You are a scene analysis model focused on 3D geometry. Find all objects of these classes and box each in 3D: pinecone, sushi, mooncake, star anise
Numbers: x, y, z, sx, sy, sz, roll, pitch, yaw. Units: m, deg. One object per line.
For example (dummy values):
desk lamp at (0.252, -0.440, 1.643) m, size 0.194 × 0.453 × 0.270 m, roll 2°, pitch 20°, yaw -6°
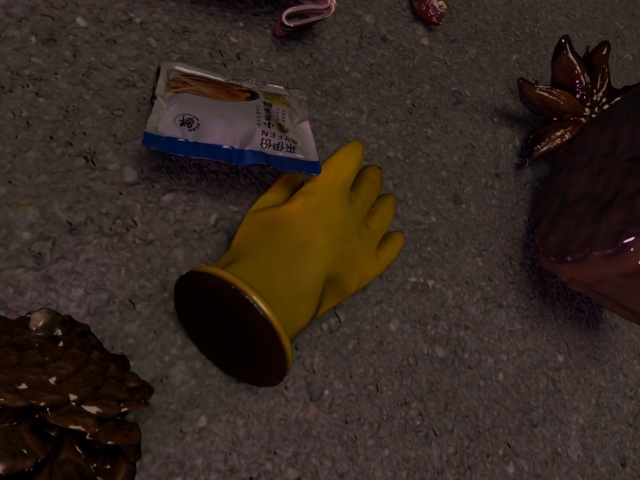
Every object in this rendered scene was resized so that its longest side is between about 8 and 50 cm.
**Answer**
pinecone at (-0.196, 0.125, 0.313) m, size 0.173 × 0.173 × 0.174 m, roll 10°, pitch 63°, yaw -21°
sushi at (0.178, -0.393, 0.793) m, size 0.060 × 0.061 × 0.118 m, roll 12°, pitch 82°, yaw -30°
mooncake at (0.401, -0.050, 0.599) m, size 0.161 × 0.290 × 0.290 m, roll 27°, pitch 58°, yaw -8°
star anise at (0.390, -0.185, 0.778) m, size 0.271 × 0.102 × 0.272 m, roll -1°, pitch 94°, yaw -18°

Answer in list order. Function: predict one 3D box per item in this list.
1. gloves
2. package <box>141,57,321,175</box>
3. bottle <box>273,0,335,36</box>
gloves at (0.001, 0.001, 0.508) m, size 0.294 × 0.116 × 0.133 m, roll -45°, pitch 117°, yaw -43°
package at (-0.088, -0.131, 0.522) m, size 0.171 × 0.027 × 0.173 m, roll 8°, pitch 41°, yaw -18°
bottle at (-0.112, -0.373, 0.587) m, size 0.296 × 0.173 × 0.207 m, roll 7°, pitch 95°, yaw -25°
